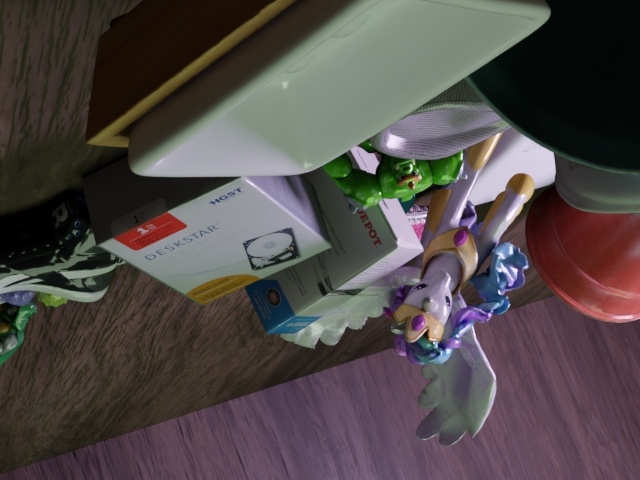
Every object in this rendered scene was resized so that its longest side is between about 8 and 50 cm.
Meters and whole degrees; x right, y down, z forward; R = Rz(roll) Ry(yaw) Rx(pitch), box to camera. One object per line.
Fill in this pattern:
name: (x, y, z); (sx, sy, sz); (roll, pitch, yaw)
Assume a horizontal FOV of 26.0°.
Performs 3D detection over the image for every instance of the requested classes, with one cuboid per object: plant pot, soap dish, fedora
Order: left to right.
soap dish: (-0.005, -0.152, 0.991); (0.291, 0.118, 0.229); (-30, 163, 37)
fedora: (0.129, -0.162, 1.401); (0.275, 0.124, 0.243); (-7, 162, -46)
plant pot: (0.512, -0.047, 2.236); (0.272, 0.272, 0.265); (-14, 157, -28)
plant pot: (0.252, -0.225, 1.076); (0.196, 0.293, 0.293); (-44, -177, -35)

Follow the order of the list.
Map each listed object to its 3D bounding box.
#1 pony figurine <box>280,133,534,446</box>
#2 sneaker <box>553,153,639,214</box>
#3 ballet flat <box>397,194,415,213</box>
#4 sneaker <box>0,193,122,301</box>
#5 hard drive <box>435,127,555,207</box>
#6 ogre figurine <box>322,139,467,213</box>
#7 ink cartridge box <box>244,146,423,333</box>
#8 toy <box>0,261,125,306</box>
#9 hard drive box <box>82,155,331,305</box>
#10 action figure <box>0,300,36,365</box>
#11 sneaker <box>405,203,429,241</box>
pony figurine: (0.141, 0.058, 1.794); (0.363, 0.302, 0.351); (-60, 177, -35)
sneaker: (0.240, -0.129, 1.229); (0.114, 0.305, 0.152); (-19, 124, -3)
ballet flat: (0.032, -0.036, 1.922); (0.203, 0.074, 0.074); (-24, 168, -16)
sneaker: (-0.316, -0.004, 1.506); (0.216, 0.079, 0.121); (7, 128, -34)
hard drive: (0.317, -0.136, 1.994); (0.210, 0.040, 0.319); (-15, 166, -22)
ogre figurine: (0.087, -0.105, 1.559); (0.197, 0.118, 0.097); (-16, 177, -22)
ink cartridge box: (0.000, 0.000, 1.659); (0.203, 0.148, 0.086); (-33, 162, 20)
toy: (-0.313, 0.039, 1.633); (0.237, 0.056, 0.137); (-21, 153, 0)
hard drive box: (-0.121, -0.030, 1.526); (0.181, 0.089, 0.232); (-25, 152, 16)
action figure: (-0.457, 0.138, 1.790); (0.232, 0.137, 0.063); (-34, 151, 16)
sneaker: (0.125, -0.038, 2.037); (0.170, 0.075, 0.063); (-11, 145, -56)
